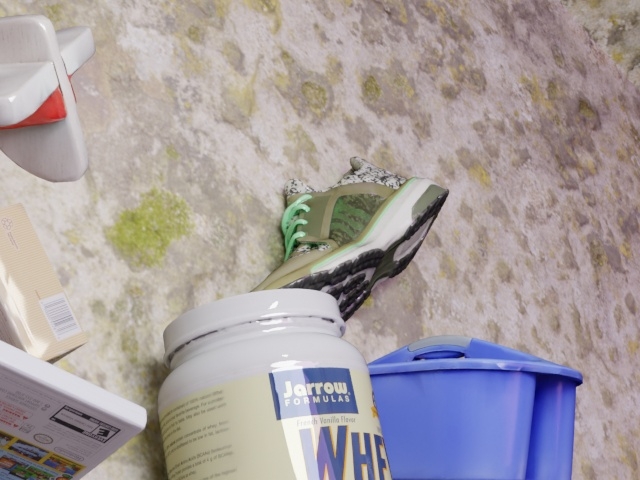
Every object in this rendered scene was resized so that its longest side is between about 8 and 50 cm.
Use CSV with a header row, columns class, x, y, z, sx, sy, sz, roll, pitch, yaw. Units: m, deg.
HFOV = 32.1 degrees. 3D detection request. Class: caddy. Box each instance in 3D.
class,x,y,z,sx,sy,sz,roll,pitch,yaw
caddy,0.146,0.202,1.331,0.241,0.341,0.179,20,67,-49

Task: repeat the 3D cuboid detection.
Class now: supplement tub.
class,x,y,z,sx,sy,sz,roll,pitch,yaw
supplement tub,-0.045,0.237,1.174,0.235,0.235,0.325,9,61,-43

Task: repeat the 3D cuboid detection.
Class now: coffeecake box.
class,x,y,z,sx,sy,sz,roll,pitch,yaw
coffeecake box,-0.318,0.072,1.028,0.068,0.185,0.142,-23,85,-51

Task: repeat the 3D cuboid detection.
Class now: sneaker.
class,x,y,z,sx,sy,sz,roll,pitch,yaw
sneaker,0.000,0.000,1.485,0.182,0.158,0.410,34,38,18

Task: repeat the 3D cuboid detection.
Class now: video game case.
class,x,y,z,sx,sy,sz,roll,pitch,yaw
video game case,-0.304,0.161,0.973,0.227,0.206,0.026,32,35,-30

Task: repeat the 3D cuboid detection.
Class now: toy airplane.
class,x,y,z,sx,sy,sz,roll,pitch,yaw
toy airplane,-0.388,-0.106,0.987,0.386,0.273,0.384,-10,36,-37
